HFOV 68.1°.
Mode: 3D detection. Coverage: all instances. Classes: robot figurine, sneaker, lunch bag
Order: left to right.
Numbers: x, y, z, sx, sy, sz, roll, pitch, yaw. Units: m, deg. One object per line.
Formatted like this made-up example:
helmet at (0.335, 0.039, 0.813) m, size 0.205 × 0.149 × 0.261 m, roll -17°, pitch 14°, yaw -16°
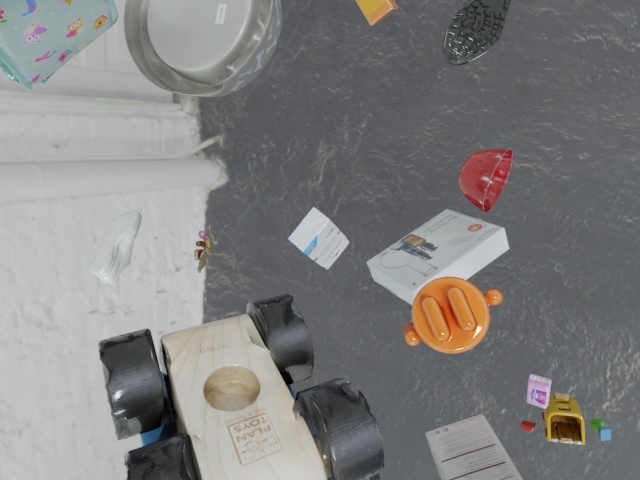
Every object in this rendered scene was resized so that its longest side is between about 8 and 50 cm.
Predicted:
lunch bag at (-0.472, -0.392, 0.770) m, size 0.160 × 0.223 × 0.262 m, roll 39°, pitch 166°, yaw 10°
sneaker at (-0.524, 0.021, 1.250) m, size 0.080 × 0.212 × 0.094 m, roll 1°, pitch 143°, yaw 21°
robot figurine at (0.227, 0.130, 0.825) m, size 0.128 × 0.219 × 0.158 m, roll 30°, pitch 91°, yaw 22°
sneaker at (0.346, -0.481, 1.057) m, size 0.107 × 0.283 × 0.124 m, roll 33°, pitch 165°, yaw -3°

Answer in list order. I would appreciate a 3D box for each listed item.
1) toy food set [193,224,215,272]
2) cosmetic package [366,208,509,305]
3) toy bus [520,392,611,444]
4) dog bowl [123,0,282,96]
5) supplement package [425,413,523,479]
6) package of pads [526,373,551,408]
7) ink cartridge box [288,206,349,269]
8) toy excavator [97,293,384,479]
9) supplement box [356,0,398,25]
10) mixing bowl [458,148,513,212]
toy food set at (-0.300, 0.016, 1.199) m, size 0.019 × 0.122 × 0.078 m, roll 1°, pitch 126°, yaw 9°
cosmetic package at (0.386, 0.051, 1.591) m, size 0.284 × 0.377 × 0.098 m, roll 34°, pitch 153°, yaw 58°
toy bus at (0.676, 0.482, 1.325) m, size 0.202 × 0.190 × 0.105 m, roll -173°, pitch 78°, yaw -65°
dog bowl at (-0.237, -0.465, 0.989) m, size 0.348 × 0.102 × 0.349 m, roll 0°, pitch 90°, yaw 20°
supplement package at (0.245, 0.375, 0.720) m, size 0.105 × 0.179 × 0.105 m, roll -19°, pitch 108°, yaw 2°
package of pads at (0.544, 0.374, 1.179) m, size 0.050 × 0.032 × 0.083 m, roll 13°, pitch 125°, yaw 35°
ink cartridge box at (0.000, 0.000, 1.223) m, size 0.060 × 0.180 × 0.104 m, roll 38°, pitch 88°, yaw 27°
toy excavator at (-0.069, 0.352, 0.528) m, size 0.433 × 0.222 × 0.446 m, roll 50°, pitch 145°, yaw 45°
supplement box at (0.111, -0.702, 1.268) m, size 0.078 × 0.080 × 0.233 m, roll -28°, pitch 104°, yaw 33°
mixing bowl at (0.444, -0.177, 1.303) m, size 0.098 × 0.181 × 0.182 m, roll 26°, pitch 115°, yaw 30°
